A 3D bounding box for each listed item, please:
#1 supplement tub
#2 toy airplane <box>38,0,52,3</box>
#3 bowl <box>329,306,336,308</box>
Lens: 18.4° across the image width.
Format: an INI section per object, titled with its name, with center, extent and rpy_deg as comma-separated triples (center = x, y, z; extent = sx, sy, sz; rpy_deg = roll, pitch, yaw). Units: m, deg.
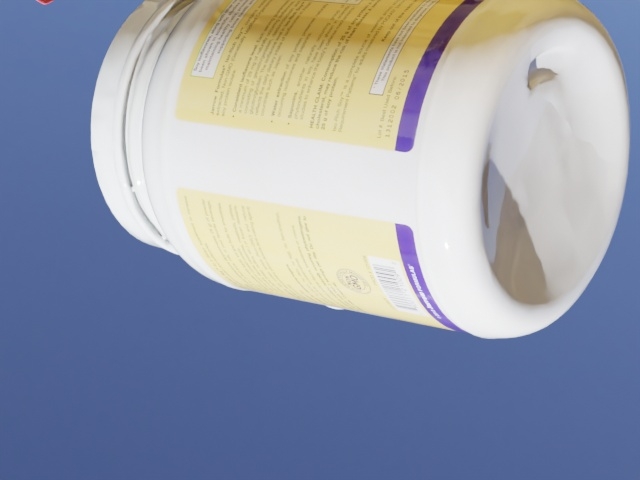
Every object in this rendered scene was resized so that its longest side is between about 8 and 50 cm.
[supplement tub]
center = 0.025, -0.071, 1.406
extent = 0.331, 0.241, 0.241
rpy_deg = 10, -165, 36
[toy airplane]
center = -0.354, -0.366, 2.690
extent = 0.151, 0.028, 0.151
rpy_deg = -2, -139, 2
[bowl]
center = 0.000, 0.000, 1.906
extent = 0.053, 0.142, 0.142
rpy_deg = -31, -104, -17
